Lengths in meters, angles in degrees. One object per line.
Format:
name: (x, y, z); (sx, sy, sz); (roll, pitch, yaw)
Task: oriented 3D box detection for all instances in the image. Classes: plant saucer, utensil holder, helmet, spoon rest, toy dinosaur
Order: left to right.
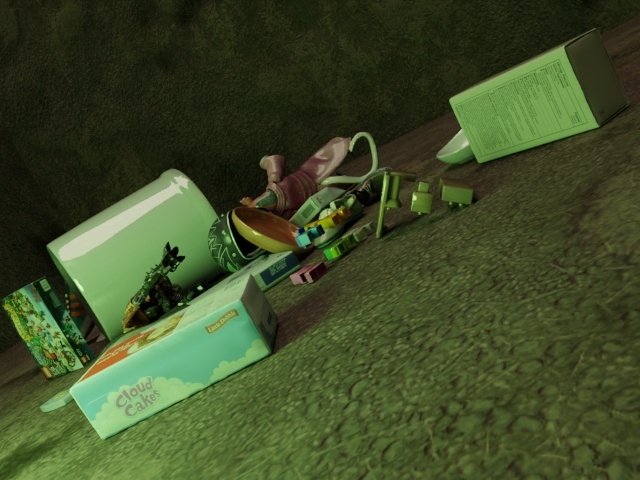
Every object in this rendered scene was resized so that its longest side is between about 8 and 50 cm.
utensil holder: (-0.480, 0.041, 1.750); (0.385, 0.328, 0.327); (-34, 10, -22)
toy dinosaur: (-0.359, 0.150, 1.463); (0.218, 0.164, 0.322); (-42, 24, 10)
helmet: (-0.193, 0.002, 1.579); (0.161, 0.170, 0.169); (-13, 3, -19)
plant saucer: (-0.110, -0.016, 1.463); (0.200, 0.199, 0.037); (-61, -4, -75)
spoon rest: (0.383, -0.263, 1.584); (0.276, 0.084, 0.137); (-34, 10, -38)

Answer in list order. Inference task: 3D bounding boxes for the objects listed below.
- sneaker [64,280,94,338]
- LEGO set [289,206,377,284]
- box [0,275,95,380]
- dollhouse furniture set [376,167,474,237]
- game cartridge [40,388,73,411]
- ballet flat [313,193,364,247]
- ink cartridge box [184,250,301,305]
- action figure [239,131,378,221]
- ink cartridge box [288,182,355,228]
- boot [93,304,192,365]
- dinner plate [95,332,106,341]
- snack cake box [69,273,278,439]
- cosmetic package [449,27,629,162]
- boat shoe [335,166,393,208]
sneaker: (-0.701, 0.168, 1.914); (0.108, 0.121, 0.302); (-102, 35, -81)
LEGO set: (0.000, 0.000, 1.241); (0.093, 0.087, 0.227); (-20, 11, 43)
box: (-0.666, 0.217, 1.580); (0.159, 0.233, 0.044); (-23, 10, 33)
dollhouse furniture set: (0.181, -0.051, 1.164); (0.151, 0.123, 0.144); (8, 14, 5)
game cartridge: (-0.508, 0.311, 1.267); (0.083, 0.017, 0.056); (-23, 14, 33)
ballet flat: (0.031, -0.051, 1.502); (0.072, 0.068, 0.213); (-22, 11, 36)
ink cartridge box: (-0.180, 0.099, 1.364); (0.223, 0.045, 0.224); (-33, 9, -29)
action figure: (-0.042, -0.124, 1.736); (0.370, 0.248, 0.275); (-27, 15, -38)
ink cartridge box: (-0.001, -0.087, 1.600); (0.145, 0.045, 0.179); (-45, -2, 43)
boot: (-0.246, 0.169, 1.075); (0.161, 0.084, 0.246); (-12, 19, 45)
dinner plate: (-0.589, 0.250, 1.883); (0.141, 0.017, 0.141); (-28, 10, 5)
snack cake box: (-0.198, 0.159, 0.925); (0.264, 0.089, 0.152); (-28, 10, 5)
cosmetic package: (0.416, -0.272, 1.278); (0.113, 0.160, 0.309); (-32, 10, -29)
boat shoe: (0.118, -0.119, 1.675); (0.183, 0.066, 0.066); (-36, 10, 21)
